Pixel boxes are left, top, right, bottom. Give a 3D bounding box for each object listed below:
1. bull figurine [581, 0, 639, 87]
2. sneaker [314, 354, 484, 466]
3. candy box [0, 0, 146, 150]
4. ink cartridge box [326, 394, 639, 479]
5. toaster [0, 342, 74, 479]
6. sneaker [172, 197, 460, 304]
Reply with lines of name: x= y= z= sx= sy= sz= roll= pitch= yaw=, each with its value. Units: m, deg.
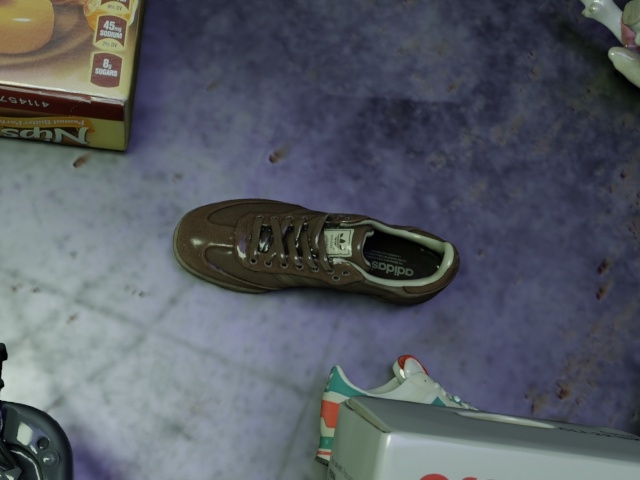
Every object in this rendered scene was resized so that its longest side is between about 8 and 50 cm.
bull figurine: x=0.303 y=-0.241 z=0.719 sx=0.188 sy=0.101 sz=0.311 roll=13 pitch=74 yaw=-22
sneaker: x=0.077 y=0.112 z=0.596 sx=0.161 sy=0.057 sz=0.075 roll=3 pitch=79 yaw=-9
candy box: x=-0.202 y=-0.228 z=0.615 sx=0.182 sy=0.087 sz=0.317 roll=6 pitch=73 yaw=-10
ink cartridge box: x=0.093 y=0.236 z=0.502 sx=0.196 sy=0.114 sz=0.273 roll=9 pitch=86 yaw=-10
toaster: x=-0.193 y=0.169 z=0.469 sx=0.129 sy=0.146 sz=0.227 roll=7 pitch=73 yaw=-12
sneaker: x=0.000 y=0.000 z=0.604 sx=0.188 sy=0.071 sz=0.066 roll=6 pitch=73 yaw=-12
